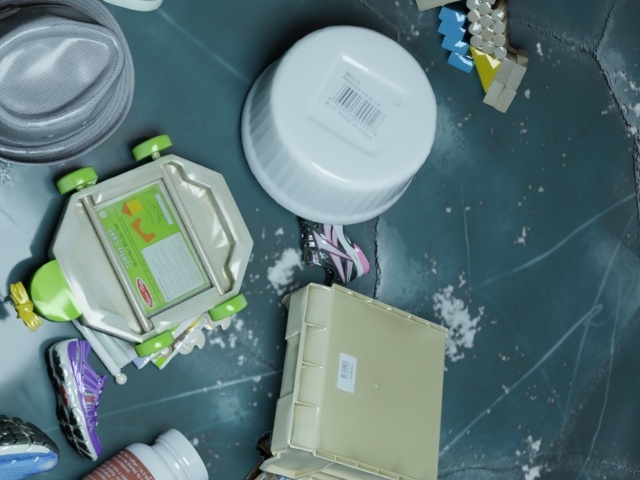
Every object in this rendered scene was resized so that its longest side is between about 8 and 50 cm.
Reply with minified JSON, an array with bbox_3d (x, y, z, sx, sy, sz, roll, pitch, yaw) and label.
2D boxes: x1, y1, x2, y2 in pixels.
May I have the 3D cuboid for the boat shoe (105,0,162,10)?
[{"bbox_3d":[-0.330,-0.383,1.574,0.304,0.091,0.109,7,52,-32],"label":"boat shoe"}]

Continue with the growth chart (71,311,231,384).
[{"bbox_3d":[-0.229,0.095,1.706,0.237,0.021,0.172,-35,108,-24],"label":"growth chart"}]

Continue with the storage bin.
[{"bbox_3d":[0.049,0.226,1.760,0.260,0.123,0.262,22,60,-27],"label":"storage bin"}]

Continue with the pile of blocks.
[{"bbox_3d":[0.237,-0.385,1.923,0.113,0.148,0.362,-62,139,-62],"label":"pile of blocks"}]

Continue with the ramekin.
[{"bbox_3d":[0.033,-0.172,1.732,0.277,0.135,0.277,4,74,-15],"label":"ramekin"}]

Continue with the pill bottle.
[{"bbox_3d":[-0.264,0.353,1.637,0.216,0.121,0.121,-34,107,-24],"label":"pill bottle"}]

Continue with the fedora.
[{"bbox_3d":[-0.351,-0.221,1.569,0.275,0.124,0.244,-20,101,-27],"label":"fedora"}]

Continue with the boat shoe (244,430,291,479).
[{"bbox_3d":[-0.059,0.313,1.783,0.066,0.066,0.183,35,71,-17],"label":"boat shoe"}]

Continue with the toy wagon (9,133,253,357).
[{"bbox_3d":[-0.263,0.022,1.640,0.344,0.068,0.267,-26,93,-25],"label":"toy wagon"}]

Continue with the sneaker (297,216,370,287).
[{"bbox_3d":[0.000,0.000,1.808,0.077,0.072,0.178,-40,104,-11],"label":"sneaker"}]

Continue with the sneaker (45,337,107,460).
[{"bbox_3d":[-0.317,0.215,1.636,0.071,0.068,0.170,-15,98,-34],"label":"sneaker"}]

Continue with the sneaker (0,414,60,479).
[{"bbox_3d":[-0.490,0.323,1.522,0.329,0.129,0.147,-16,108,-20],"label":"sneaker"}]
